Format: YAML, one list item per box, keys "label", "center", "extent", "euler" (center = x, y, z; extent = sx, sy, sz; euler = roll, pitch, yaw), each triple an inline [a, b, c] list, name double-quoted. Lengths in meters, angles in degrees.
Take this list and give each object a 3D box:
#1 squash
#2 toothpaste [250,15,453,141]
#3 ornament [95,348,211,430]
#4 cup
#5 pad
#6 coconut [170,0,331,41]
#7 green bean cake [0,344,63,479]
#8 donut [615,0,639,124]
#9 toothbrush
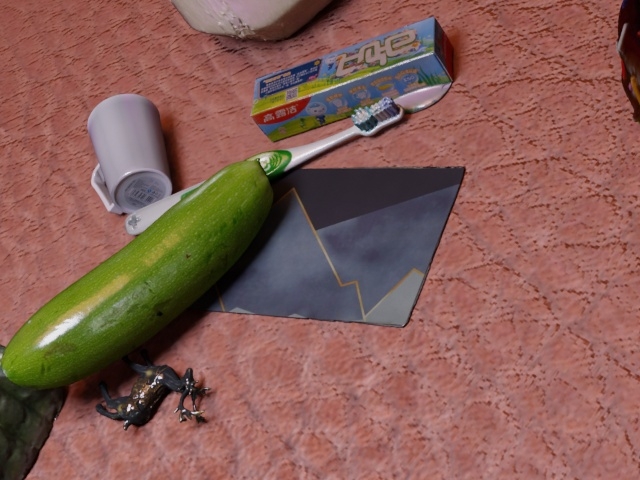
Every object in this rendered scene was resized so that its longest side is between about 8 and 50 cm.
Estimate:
- label: "squash"
  center: [-0.152, 0.037, 1.180]
  extent: [0.292, 0.082, 0.082]
  euler: [-39, 41, -12]
- label: "toothpaste"
  center: [0.027, -0.142, 1.249]
  extent: [0.193, 0.044, 0.070]
  euler: [-17, 47, 24]
- label: "ornament"
  center: [-0.142, 0.136, 1.150]
  extent: [0.125, 0.028, 0.073]
  euler: [20, 68, 45]
- label: "cup"
  center: [-0.197, -0.076, 1.344]
  extent: [0.104, 0.074, 0.116]
  euler: [-48, 42, 28]
- label: "pad"
  center: [0.000, 0.000, 1.180]
  extent: [0.243, 0.004, 0.164]
  euler: [2, 57, 36]
- label: "coconut"
  center: [-0.086, -0.326, 1.347]
  extent: [0.227, 0.230, 0.227]
  euler: [-18, 48, 21]
- label: "green bean cake"
  center: [-0.346, 0.173, 1.212]
  extent: [0.173, 0.094, 0.181]
  euler: [2, 58, 35]
- label: "donut"
  center: [0.332, -0.174, 1.031]
  extent: [0.235, 0.089, 0.235]
  euler: [-20, 47, 23]
- label: "toothbrush"
  center: [-0.059, -0.065, 1.258]
  extent: [0.304, 0.030, 0.030]
  euler: [-23, 45, 21]
